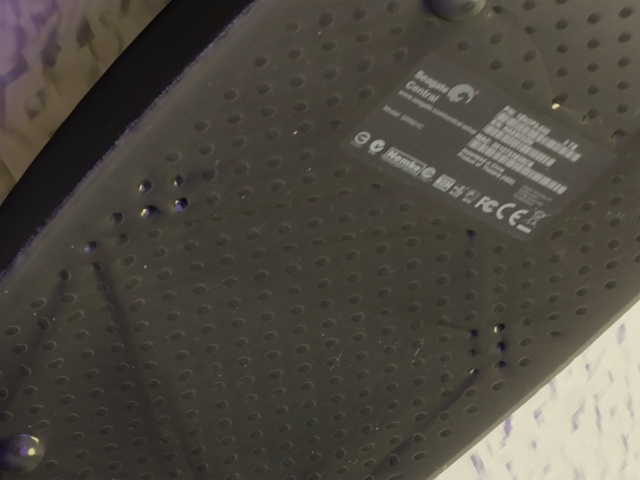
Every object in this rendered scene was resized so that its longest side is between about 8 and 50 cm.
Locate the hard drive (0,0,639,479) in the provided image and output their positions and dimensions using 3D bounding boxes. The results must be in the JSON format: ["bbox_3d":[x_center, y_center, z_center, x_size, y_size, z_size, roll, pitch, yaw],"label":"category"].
[{"bbox_3d":[0.000,0.000,0.534,0.172,0.054,0.255,24,123,-35],"label":"hard drive"}]

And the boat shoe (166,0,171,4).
[{"bbox_3d":[0.109,-0.049,0.632,0.335,0.119,0.121,10,94,-35],"label":"boat shoe"}]
